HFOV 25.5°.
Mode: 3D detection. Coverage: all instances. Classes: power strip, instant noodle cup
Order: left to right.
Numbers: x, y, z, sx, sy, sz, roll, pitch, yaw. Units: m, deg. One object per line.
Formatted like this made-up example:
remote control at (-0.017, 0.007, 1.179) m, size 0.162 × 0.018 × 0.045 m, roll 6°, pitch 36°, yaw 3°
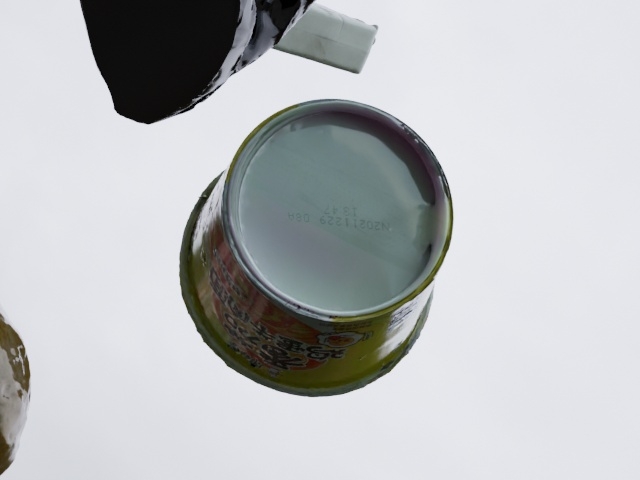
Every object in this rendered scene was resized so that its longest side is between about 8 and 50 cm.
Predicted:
power strip at (-0.035, -0.206, 1.322) m, size 0.093 × 0.288 × 0.053 m, roll 29°, pitch -78°, yaw 38°
instant noodle cup at (0.000, 0.000, 1.302) m, size 0.264 × 0.264 × 0.200 m, roll 63°, pitch -14°, yaw 11°

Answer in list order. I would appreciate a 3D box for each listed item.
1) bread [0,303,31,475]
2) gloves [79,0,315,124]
bread at (-0.332, 0.105, 1.075) m, size 0.123 × 0.230 × 0.230 m, roll -74°, pitch 150°, yaw -84°
gloves at (-0.053, -0.163, 0.726) m, size 0.124 × 0.203 × 0.164 m, roll 10°, pitch -63°, yaw 0°
